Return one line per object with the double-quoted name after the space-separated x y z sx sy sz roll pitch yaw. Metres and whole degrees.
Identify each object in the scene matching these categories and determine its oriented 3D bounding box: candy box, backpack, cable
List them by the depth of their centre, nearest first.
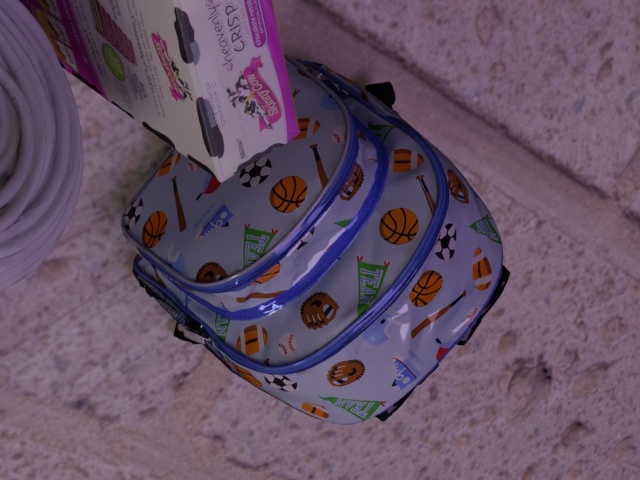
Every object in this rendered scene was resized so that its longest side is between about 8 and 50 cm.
-0.266 -0.072 1.124 0.257 0.257 0.089 -20 164 -48 "cable"
-0.120 -0.161 1.206 0.071 0.233 0.159 -33 136 -23 "candy box"
0.000 0.000 1.408 0.276 0.263 0.213 -54 139 1 "backpack"
